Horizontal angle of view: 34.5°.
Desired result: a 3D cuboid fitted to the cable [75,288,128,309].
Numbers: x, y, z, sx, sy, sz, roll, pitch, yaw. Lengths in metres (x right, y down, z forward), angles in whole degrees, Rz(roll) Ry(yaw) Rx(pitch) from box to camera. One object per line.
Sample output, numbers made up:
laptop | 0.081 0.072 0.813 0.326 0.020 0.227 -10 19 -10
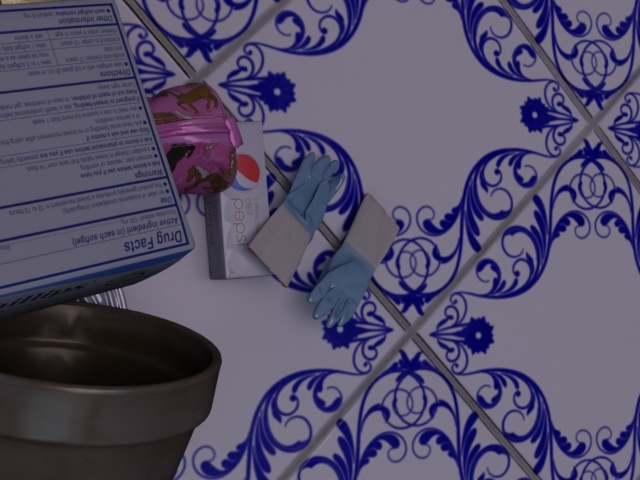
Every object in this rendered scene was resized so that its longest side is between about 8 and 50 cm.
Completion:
cable | -0.368 0.110 1.290 0.257 0.089 0.257 42 70 -17

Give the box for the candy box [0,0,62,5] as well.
candy box | -0.387 -0.352 1.251 0.088 0.183 0.316 -18 95 -26

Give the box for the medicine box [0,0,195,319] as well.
medicine box | -0.308 -0.079 1.039 0.263 0.149 0.289 -14 84 -38

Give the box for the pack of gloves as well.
pack of gloves | 0.000 0.000 1.482 0.195 0.046 0.232 47 51 -21

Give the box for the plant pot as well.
plant pot | -0.285 0.236 1.126 0.323 0.323 0.280 4 100 -25

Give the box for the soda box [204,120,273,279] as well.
soda box | -0.117 -0.055 1.429 0.074 0.069 0.216 -4 89 -26

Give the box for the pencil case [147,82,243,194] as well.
pencil case | -0.290 -0.102 1.266 0.386 0.167 0.160 -14 131 -35
